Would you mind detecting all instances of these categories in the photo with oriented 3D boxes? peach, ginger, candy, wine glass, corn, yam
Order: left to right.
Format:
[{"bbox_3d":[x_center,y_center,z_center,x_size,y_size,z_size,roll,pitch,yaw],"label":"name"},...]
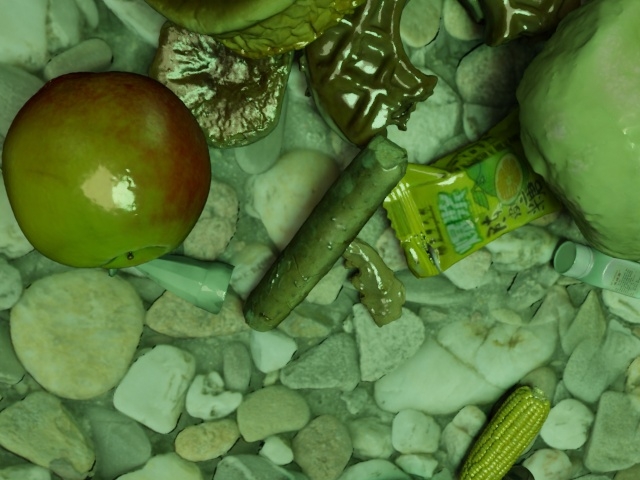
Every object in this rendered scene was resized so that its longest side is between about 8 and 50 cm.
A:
[{"bbox_3d":[-0.240,-0.079,0.608,0.231,0.231,0.231,-1,102,-7],"label":"peach"},{"bbox_3d":[-0.198,0.042,0.720,0.155,0.073,0.073,22,99,-8],"label":"wine glass"},{"bbox_3d":[0.000,0.000,0.696,0.071,0.067,0.317,48,116,20],"label":"yam"},{"bbox_3d":[0.065,0.048,0.766,0.069,0.051,0.173,-36,97,13],"label":"ginger"},{"bbox_3d":[0.226,-0.079,0.737,0.297,0.081,0.187,-27,104,-10],"label":"candy"},{"bbox_3d":[0.290,0.318,0.841,0.067,0.067,0.206,29,98,-12],"label":"corn"}]

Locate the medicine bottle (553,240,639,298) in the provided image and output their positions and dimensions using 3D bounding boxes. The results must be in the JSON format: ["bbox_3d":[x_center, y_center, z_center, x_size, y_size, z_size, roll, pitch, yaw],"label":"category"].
[{"bbox_3d":[0.415,0.041,0.791,0.118,0.074,0.055,17,100,-10],"label":"medicine bottle"}]

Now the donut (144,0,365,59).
[{"bbox_3d":[-0.065,-0.363,0.561,0.330,0.160,0.330,0,90,29],"label":"donut"}]

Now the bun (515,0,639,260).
[{"bbox_3d":[0.368,-0.156,0.637,0.361,0.213,0.361,-27,129,-40],"label":"bun"}]

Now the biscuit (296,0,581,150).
[{"bbox_3d":[0.130,-0.295,0.664,0.366,0.115,0.268,-30,104,-1],"label":"biscuit"}]

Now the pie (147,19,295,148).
[{"bbox_3d":[-0.128,-0.217,0.683,0.195,0.046,0.195,-1,101,-4],"label":"pie"}]

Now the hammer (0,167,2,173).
[{"bbox_3d":[-0.405,-0.076,0.697,0.029,0.014,0.123,-32,107,9],"label":"hammer"}]

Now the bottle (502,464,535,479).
[{"bbox_3d":[0.343,0.445,0.882,0.053,0.053,0.140,-21,103,-2],"label":"bottle"}]
